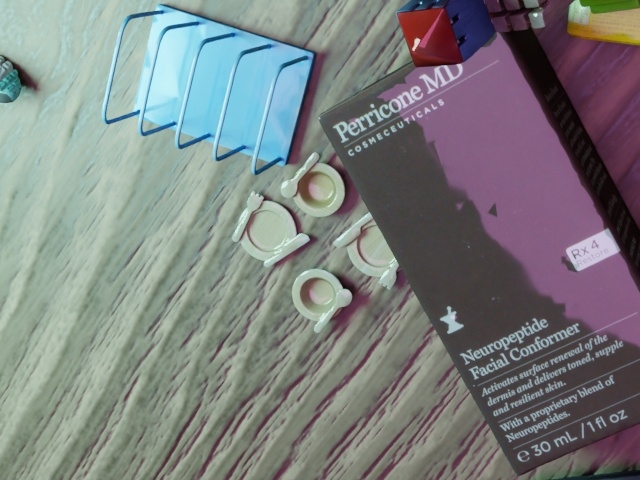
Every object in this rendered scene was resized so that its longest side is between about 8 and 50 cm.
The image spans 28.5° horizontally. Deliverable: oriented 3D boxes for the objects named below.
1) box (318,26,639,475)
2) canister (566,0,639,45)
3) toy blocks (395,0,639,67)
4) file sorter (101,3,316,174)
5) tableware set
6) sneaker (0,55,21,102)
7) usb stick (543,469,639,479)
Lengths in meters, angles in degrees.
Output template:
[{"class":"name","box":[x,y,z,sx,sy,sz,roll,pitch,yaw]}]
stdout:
[{"class":"box","box":[0.181,-0.002,1.153,0.191,0.143,0.381,-29,92,21]},{"class":"canister","box":[0.283,-0.257,1.093,0.126,0.073,0.170,9,107,14]},{"class":"toy blocks","box":[0.091,-0.287,0.933,0.191,0.261,0.381,2,125,44]},{"class":"file sorter","box":[-0.111,-0.146,1.220,0.170,0.104,0.118,19,107,12]},{"class":"tableware set","box":[0.000,0.000,1.268,0.169,0.020,0.141,45,111,1]},{"class":"sneaker","box":[-0.390,-0.166,1.330,0.166,0.065,0.076,18,124,15]},{"class":"usb stick","box":[0.333,0.256,1.220,0.278,0.045,0.077,-10,101,19]}]
